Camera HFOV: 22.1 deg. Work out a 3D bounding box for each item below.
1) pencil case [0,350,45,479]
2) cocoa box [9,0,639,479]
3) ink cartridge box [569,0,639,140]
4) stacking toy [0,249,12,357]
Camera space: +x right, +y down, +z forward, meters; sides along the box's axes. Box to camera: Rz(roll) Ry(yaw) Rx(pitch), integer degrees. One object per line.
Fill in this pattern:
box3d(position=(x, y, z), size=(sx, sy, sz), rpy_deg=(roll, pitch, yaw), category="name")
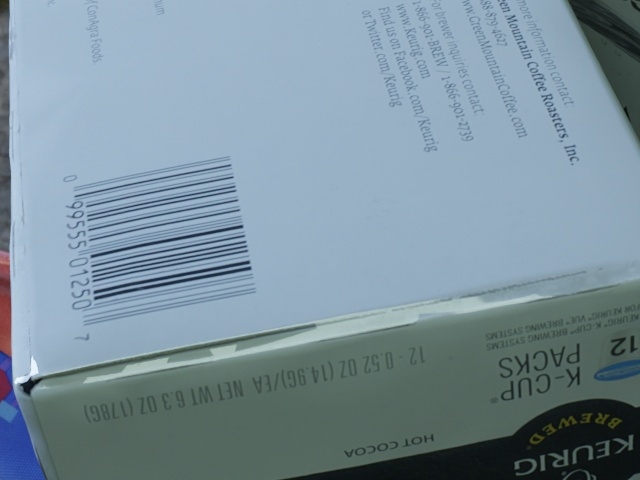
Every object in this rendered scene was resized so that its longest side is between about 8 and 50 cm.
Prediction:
box3d(position=(-0.202, 0.105, 0.831), size=(0.306, 0.133, 0.119), rpy_deg=(35, 41, -5), category="pencil case")
box3d(position=(0.000, 0.000, 0.714), size=(0.231, 0.228, 0.347), rpy_deg=(-11, 42, -3), category="cocoa box")
box3d(position=(0.144, -0.168, 0.865), size=(0.117, 0.283, 0.207), rpy_deg=(-39, 65, -17), category="ink cartridge box")
box3d(position=(-0.114, 0.046, 0.968), size=(0.279, 0.130, 0.309), rpy_deg=(41, 84, -4), category="stacking toy")
